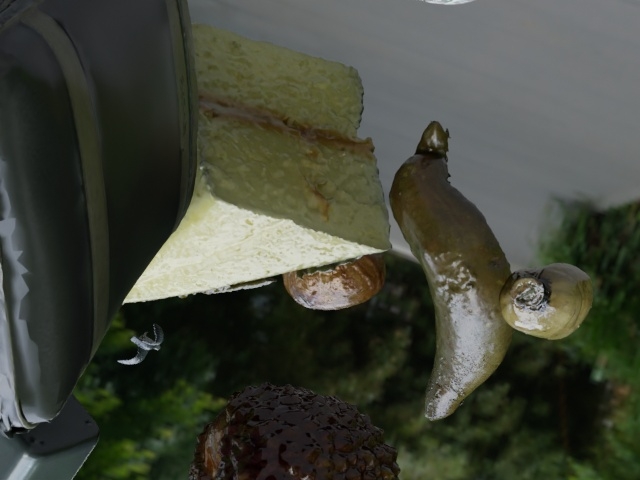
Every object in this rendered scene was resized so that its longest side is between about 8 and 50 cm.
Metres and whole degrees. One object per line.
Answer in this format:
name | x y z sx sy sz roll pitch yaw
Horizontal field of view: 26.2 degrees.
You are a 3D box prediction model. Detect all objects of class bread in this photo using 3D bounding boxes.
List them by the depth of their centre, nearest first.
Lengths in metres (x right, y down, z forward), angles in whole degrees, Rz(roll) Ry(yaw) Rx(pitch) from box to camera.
bread | -0.128 -0.054 1.600 0.242 0.346 0.405 19 139 -23

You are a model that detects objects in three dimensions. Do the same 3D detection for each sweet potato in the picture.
sweet potato | 0.137 0.035 1.375 0.098 0.310 0.124 -15 -169 -30

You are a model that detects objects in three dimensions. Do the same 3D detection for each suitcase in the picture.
suitcase | -0.206 -0.071 0.915 0.194 0.283 0.434 4 -154 9

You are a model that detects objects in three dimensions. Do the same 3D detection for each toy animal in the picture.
toy animal | -0.235 0.139 1.858 0.028 0.084 0.050 53 -153 12

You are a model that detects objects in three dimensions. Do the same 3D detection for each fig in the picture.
fig | 0.000 0.000 1.893 0.146 0.134 0.201 -17 125 16

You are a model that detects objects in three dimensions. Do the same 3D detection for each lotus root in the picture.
lotus root | 0.188 0.050 1.135 0.072 0.063 0.152 -22 166 27

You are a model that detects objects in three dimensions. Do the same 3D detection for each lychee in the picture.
lychee | -0.022 0.216 1.161 0.188 0.188 0.188 20 178 1

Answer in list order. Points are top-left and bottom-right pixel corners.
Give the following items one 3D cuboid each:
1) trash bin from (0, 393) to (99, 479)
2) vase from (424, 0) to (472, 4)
trash bin | -0.286 0.174 1.023 0.177 0.236 0.101 47 -155 19
vase | 0.093 -0.463 1.480 0.250 0.250 0.445 18 151 35
